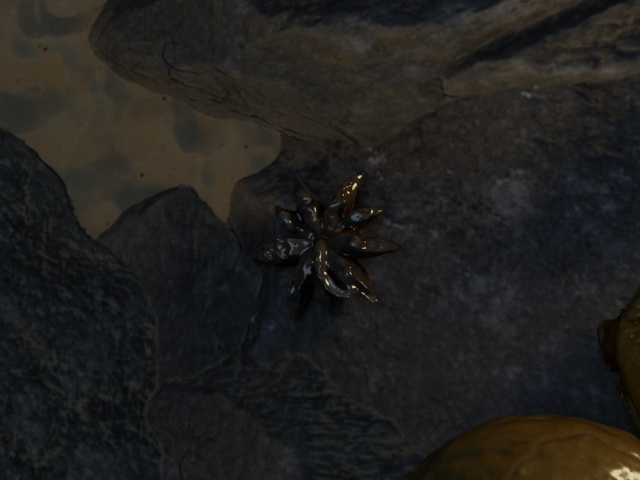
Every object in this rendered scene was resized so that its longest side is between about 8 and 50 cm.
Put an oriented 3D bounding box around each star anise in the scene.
[{"bbox_3d":[0.000,0.000,1.630,0.195,0.065,0.182,-15,72,23],"label":"star anise"}]

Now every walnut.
[{"bbox_3d":[0.225,0.322,1.342,0.333,0.333,0.332,-5,77,21],"label":"walnut"}]

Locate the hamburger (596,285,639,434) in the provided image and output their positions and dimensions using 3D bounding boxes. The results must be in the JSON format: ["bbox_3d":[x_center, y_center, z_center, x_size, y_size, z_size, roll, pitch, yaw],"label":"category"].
[{"bbox_3d":[0.399,0.155,1.382,0.245,0.155,0.282,10,89,29],"label":"hamburger"}]
